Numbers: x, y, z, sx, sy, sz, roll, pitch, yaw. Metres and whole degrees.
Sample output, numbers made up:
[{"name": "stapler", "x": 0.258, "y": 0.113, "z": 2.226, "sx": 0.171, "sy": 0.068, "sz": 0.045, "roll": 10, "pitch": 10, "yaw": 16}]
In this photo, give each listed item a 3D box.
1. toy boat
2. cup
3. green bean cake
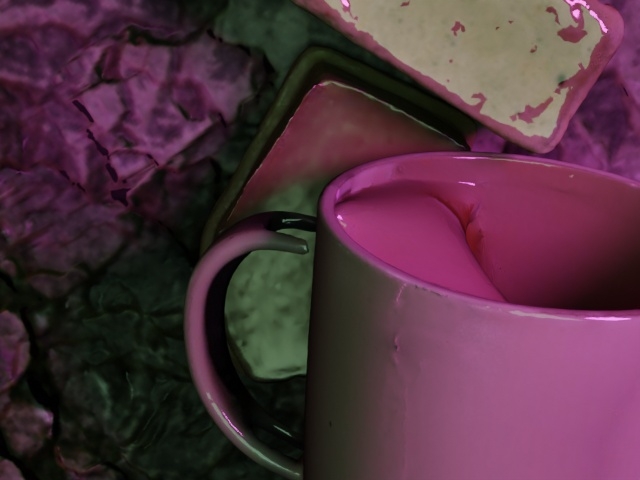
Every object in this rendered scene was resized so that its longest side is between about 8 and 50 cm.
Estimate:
[{"name": "toy boat", "x": 0.000, "y": 0.000, "z": 0.775, "sx": 0.116, "sy": 0.061, "sz": 0.188, "roll": 25, "pitch": 103, "yaw": -9}, {"name": "cup", "x": 0.055, "y": 0.077, "z": 0.687, "sx": 0.252, "sy": 0.191, "sz": 0.200, "roll": 11, "pitch": 113, "yaw": 11}, {"name": "green bean cake", "x": 0.056, "y": -0.125, "z": 0.719, "sx": 0.179, "sy": 0.109, "sz": 0.085, "roll": 31, "pitch": 103, "yaw": -9}]
